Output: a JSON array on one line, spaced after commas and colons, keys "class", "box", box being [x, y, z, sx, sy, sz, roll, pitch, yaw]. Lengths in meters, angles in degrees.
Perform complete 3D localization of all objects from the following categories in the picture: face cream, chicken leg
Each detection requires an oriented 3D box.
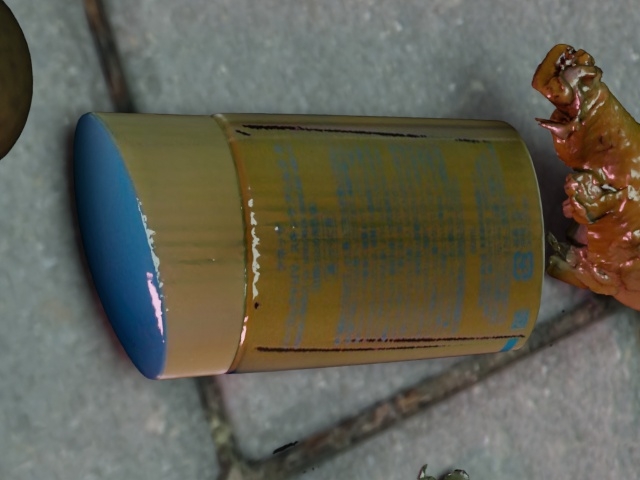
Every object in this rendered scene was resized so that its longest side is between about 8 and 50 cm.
[{"class": "face cream", "box": [0.000, 0.000, 0.879, 0.285, 0.067, 0.139, -1, 86, -36]}, {"class": "chicken leg", "box": [0.175, -0.035, 0.973, 0.207, 0.101, 0.085, 51, 49, -37]}]

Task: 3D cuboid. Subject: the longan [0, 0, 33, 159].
[{"class": "longan", "box": [-0.188, -0.076, 0.736, 0.113, 0.092, 0.113, 0, 89, -10]}]

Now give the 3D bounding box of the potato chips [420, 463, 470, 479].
[{"class": "potato chips", "box": [0.022, 0.227, 0.918, 0.220, 0.029, 0.202, -25, 104, -30]}]
